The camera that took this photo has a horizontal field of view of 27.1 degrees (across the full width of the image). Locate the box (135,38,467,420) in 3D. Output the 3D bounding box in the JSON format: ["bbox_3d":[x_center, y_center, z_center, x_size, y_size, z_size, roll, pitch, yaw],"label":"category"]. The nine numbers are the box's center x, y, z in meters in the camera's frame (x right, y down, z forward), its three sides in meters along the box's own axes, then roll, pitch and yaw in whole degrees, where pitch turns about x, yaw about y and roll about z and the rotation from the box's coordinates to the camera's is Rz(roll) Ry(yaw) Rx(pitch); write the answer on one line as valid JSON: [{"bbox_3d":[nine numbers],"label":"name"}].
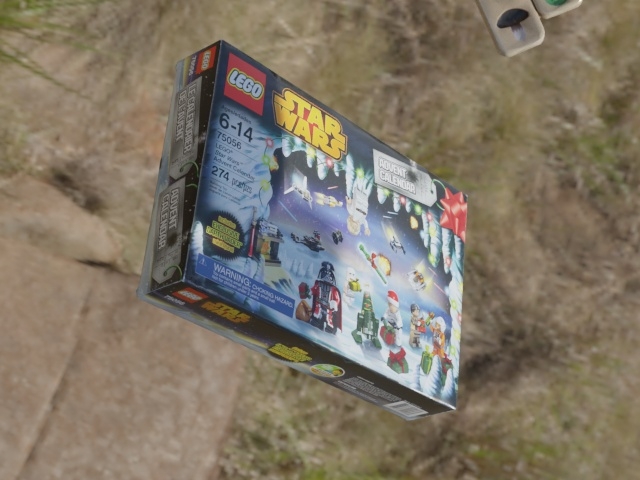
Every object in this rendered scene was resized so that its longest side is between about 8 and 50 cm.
[{"bbox_3d":[0.000,0.000,0.484,0.137,0.027,0.094,28,56,-38],"label":"box"}]

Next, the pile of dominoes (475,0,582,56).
[{"bbox_3d":[0.134,-0.253,0.767,0.251,0.196,0.040,-42,170,-2],"label":"pile of dominoes"}]
